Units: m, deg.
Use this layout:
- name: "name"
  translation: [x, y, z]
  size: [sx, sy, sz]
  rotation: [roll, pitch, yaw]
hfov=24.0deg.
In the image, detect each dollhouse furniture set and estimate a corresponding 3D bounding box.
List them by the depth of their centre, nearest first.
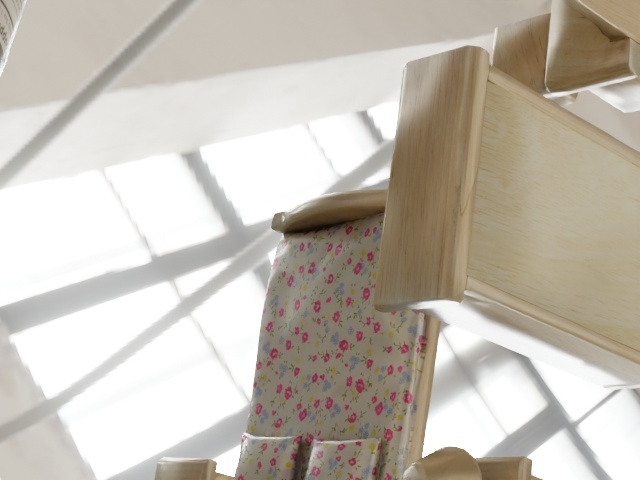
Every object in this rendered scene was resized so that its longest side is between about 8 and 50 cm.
- name: "dollhouse furniture set"
  translation: [0.000, 0.000, 0.808]
  size: [0.355, 0.173, 0.303]
  rotation: [-9, -115, 45]

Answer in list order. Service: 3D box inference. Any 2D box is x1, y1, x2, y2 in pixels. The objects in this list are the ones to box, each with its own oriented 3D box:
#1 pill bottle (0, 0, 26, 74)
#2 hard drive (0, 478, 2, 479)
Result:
- name: "pill bottle"
  translation: [-0.254, -0.170, 0.900]
  size: [0.162, 0.162, 0.278]
  rotation: [0, -118, 30]
- name: "hard drive"
  translation: [-0.222, 0.169, 0.782]
  size: [0.054, 0.255, 0.172]
  rotation: [-12, -116, 8]
